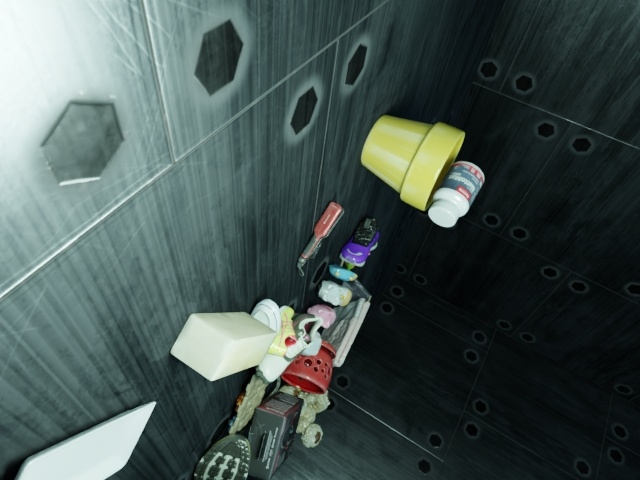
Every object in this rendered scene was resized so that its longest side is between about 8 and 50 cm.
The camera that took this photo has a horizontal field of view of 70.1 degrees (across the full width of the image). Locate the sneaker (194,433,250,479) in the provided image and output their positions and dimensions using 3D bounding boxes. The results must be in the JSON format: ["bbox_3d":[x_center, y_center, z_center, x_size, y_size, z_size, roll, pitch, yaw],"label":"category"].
[{"bbox_3d":[-0.324,0.749,1.489,0.182,0.158,0.411,-74,-172,-66],"label":"sneaker"}]

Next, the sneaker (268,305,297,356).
[{"bbox_3d":[-0.108,0.270,1.325,0.208,0.094,0.082,-59,169,-60],"label":"sneaker"}]

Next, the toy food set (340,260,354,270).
[{"bbox_3d":[0.143,0.060,1.908,0.192,0.038,0.132,-44,157,-49],"label":"toy food set"}]

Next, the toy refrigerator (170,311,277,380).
[{"bbox_3d":[-0.193,0.218,0.966,0.094,0.102,0.269,-61,166,-1],"label":"toy refrigerator"}]

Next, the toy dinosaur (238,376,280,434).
[{"bbox_3d":[-0.209,0.633,1.747,0.268,0.064,0.118,-58,159,-24],"label":"toy dinosaur"}]

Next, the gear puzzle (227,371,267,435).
[{"bbox_3d":[-0.213,0.457,1.460,0.339,0.044,0.175,-68,162,13],"label":"gear puzzle"}]

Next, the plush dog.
[{"bbox_3d":[-0.105,0.685,1.872,0.225,0.210,0.263,55,37,-31],"label":"plush dog"}]

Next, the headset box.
[{"bbox_3d":[-0.167,0.680,1.602,0.293,0.110,0.218,29,75,-76],"label":"headset box"}]

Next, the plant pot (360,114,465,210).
[{"bbox_3d":[0.261,-0.251,1.350,0.254,0.239,0.254,-54,164,-23],"label":"plant pot"}]

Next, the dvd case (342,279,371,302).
[{"bbox_3d":[0.154,0.250,2.058,0.018,0.164,0.221,-29,151,-24],"label":"dvd case"}]

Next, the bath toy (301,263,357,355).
[{"bbox_3d":[0.010,0.257,1.686,0.348,0.151,0.129,-62,-151,-2],"label":"bath toy"}]

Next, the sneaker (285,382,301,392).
[{"bbox_3d":[-0.105,0.640,2.036,0.126,0.091,0.240,-41,155,-53],"label":"sneaker"}]

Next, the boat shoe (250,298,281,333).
[{"bbox_3d":[-0.161,0.249,1.158,0.076,0.083,0.226,-43,157,-52],"label":"boat shoe"}]

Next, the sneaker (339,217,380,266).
[{"bbox_3d":[0.161,-0.013,1.746,0.293,0.102,0.146,-44,154,-60],"label":"sneaker"}]

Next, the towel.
[{"bbox_3d":[0.071,0.412,2.012,0.317,0.053,0.332,-61,-169,-24],"label":"towel"}]

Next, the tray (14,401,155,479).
[{"bbox_3d":[-0.380,0.347,0.719,0.145,0.030,0.270,-64,165,5],"label":"tray"}]

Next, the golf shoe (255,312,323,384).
[{"bbox_3d":[-0.096,0.314,1.381,0.120,0.105,0.273,-16,-155,39],"label":"golf shoe"}]

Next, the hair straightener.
[{"bbox_3d":[0.000,0.000,1.311,0.231,0.047,0.089,-62,165,4],"label":"hair straightener"}]

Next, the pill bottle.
[{"bbox_3d":[0.386,-0.130,1.309,0.180,0.107,0.108,-55,164,-24],"label":"pill bottle"}]

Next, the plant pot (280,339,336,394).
[{"bbox_3d":[-0.042,0.478,1.767,0.191,0.191,0.174,95,14,-56],"label":"plant pot"}]
